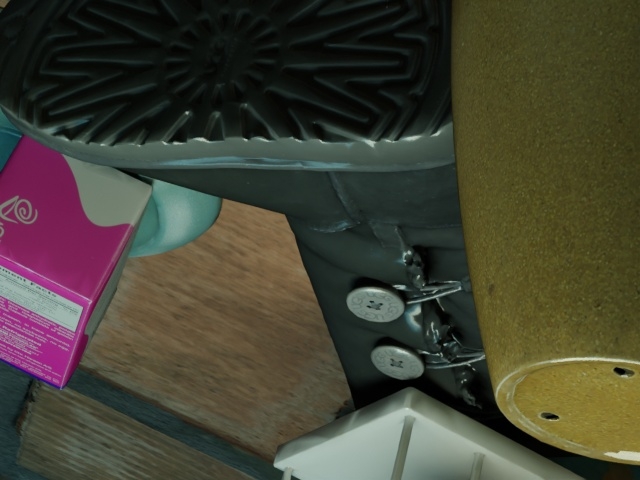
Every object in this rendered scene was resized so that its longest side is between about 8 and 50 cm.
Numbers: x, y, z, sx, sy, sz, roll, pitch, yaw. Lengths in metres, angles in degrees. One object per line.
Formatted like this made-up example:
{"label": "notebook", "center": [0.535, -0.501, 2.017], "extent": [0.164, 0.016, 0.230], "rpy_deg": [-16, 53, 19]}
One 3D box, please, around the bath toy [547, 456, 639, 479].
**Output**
{"label": "bath toy", "center": [0.136, 0.220, 1.427], "extent": [0.348, 0.129, 0.151], "rpy_deg": [-20, 86, 51]}

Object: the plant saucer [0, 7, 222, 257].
{"label": "plant saucer", "center": [-0.233, -0.075, 1.275], "extent": [0.317, 0.044, 0.317], "rpy_deg": [18, 153, 10]}

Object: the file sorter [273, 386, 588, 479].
{"label": "file sorter", "center": [0.107, 0.265, 1.196], "extent": [0.277, 0.173, 0.193], "rpy_deg": [29, 147, -20]}

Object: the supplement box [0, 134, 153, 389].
{"label": "supplement box", "center": [-0.220, 0.020, 1.264], "extent": [0.114, 0.111, 0.220], "rpy_deg": [27, 152, -4]}

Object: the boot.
{"label": "boot", "center": [0.002, 0.001, 1.132], "extent": [0.367, 0.146, 0.445], "rpy_deg": [12, 155, 26]}

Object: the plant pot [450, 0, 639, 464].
{"label": "plant pot", "center": [0.162, -0.029, 0.763], "extent": [0.237, 0.254, 0.237], "rpy_deg": [10, 153, 5]}
